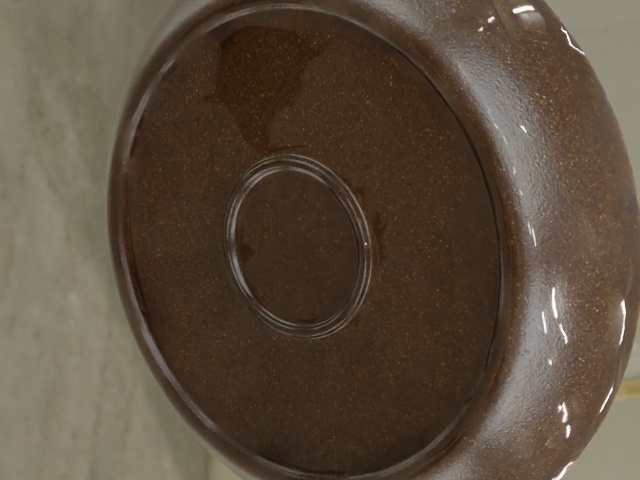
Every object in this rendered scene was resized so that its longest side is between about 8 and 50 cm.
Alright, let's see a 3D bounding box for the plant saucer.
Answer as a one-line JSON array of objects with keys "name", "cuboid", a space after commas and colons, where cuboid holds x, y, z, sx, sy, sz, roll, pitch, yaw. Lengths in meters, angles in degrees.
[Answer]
[{"name": "plant saucer", "cuboid": [0.000, 0.000, 0.663, 0.050, 0.311, 0.310, -16, 98, -52]}]
